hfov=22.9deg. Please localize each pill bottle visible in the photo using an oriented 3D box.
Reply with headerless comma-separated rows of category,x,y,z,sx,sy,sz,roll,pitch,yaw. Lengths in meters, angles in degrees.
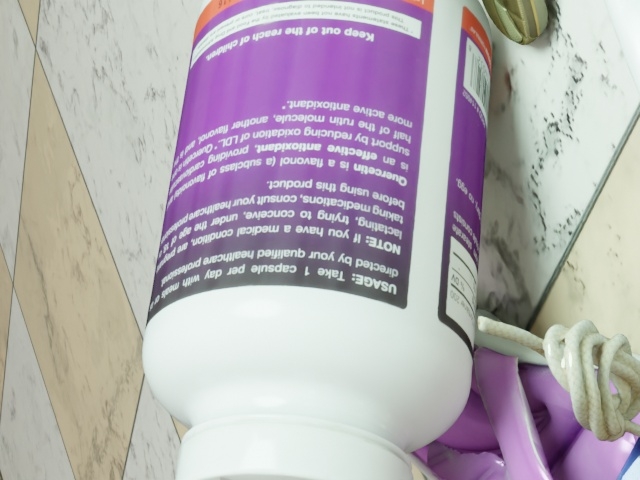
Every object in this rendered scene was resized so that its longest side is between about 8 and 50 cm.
pill bottle,0.000,0.000,0.894,0.181,0.181,0.323,125,156,-60

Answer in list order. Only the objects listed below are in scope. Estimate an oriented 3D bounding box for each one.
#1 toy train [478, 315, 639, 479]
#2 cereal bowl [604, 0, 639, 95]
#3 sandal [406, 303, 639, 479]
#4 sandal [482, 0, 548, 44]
toy train,0.178,0.101,0.589,0.143,0.248,0.105,25,87,52
cereal bowl,0.168,-0.122,0.538,0.339,0.141,0.339,-21,-90,-81
sandal,0.105,0.134,0.927,0.416,0.102,0.169,-157,60,-64
sandal,0.108,-0.196,0.871,0.072,0.049,0.180,-130,22,-60
